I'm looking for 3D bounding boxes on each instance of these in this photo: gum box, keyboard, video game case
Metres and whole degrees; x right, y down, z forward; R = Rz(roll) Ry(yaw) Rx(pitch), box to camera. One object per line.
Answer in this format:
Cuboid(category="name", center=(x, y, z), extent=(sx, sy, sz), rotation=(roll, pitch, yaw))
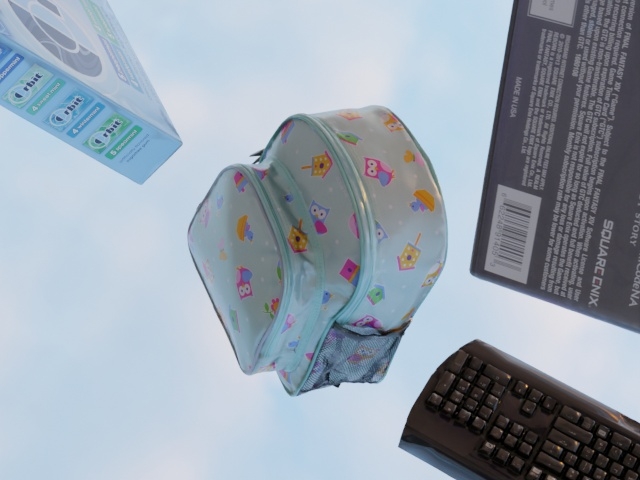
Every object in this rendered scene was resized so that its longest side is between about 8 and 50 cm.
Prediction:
Cuboid(category="gum box", center=(-0.175, -0.128, 0.991), extent=(0.041, 0.184, 0.157), rotation=(-43, -131, 15))
Cuboid(category="keyboard", center=(0.206, 0.213, 1.339), extent=(0.317, 0.033, 0.201), rotation=(27, -122, 10))
Cuboid(category="video game case", center=(0.205, -0.033, 0.771), extent=(0.274, 0.196, 0.026), rotation=(19, -154, 26))

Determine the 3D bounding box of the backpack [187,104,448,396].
Cuboid(category="backpack", center=(0.000, 0.000, 1.213), extent=(0.188, 0.144, 0.166), rotation=(-53, -131, 40))
